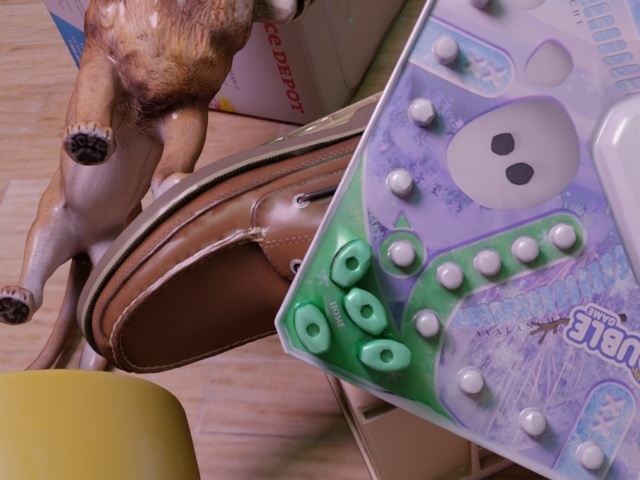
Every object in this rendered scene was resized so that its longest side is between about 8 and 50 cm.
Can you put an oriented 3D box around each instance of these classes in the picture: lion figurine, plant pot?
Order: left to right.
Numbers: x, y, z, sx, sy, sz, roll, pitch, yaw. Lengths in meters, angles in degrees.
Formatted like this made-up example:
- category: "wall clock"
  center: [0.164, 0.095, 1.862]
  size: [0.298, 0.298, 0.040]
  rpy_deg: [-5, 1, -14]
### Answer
- category: "plant pot"
  center: [-0.178, 0.233, 0.692]
  size: [0.254, 0.254, 0.239]
  rpy_deg: [-18, 63, 3]
- category: "lion figurine"
  center: [-0.150, -0.062, 0.895]
  size: [0.392, 0.142, 0.240]
  rpy_deg: [-49, 26, 35]

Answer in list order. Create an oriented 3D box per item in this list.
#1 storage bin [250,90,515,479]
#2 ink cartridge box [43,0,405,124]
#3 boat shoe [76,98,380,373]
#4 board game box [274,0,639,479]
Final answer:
- category: "storage bin"
  center: [0.107, 0.010, 0.851]
  size: [0.260, 0.123, 0.262]
  rpy_deg: [-24, 48, -3]
- category: "ink cartridge box"
  center: [-0.087, -0.250, 1.074]
  size: [0.270, 0.198, 0.197]
  rpy_deg: [13, 56, 25]
- category: "boat shoe"
  center: [0.000, 0.000, 0.737]
  size: [0.307, 0.110, 0.104]
  rpy_deg: [-31, 48, -8]
- category: "board game box"
  center: [0.228, -0.034, 0.677]
  size: [0.390, 0.050, 0.390]
  rpy_deg: [26, 87, -2]
